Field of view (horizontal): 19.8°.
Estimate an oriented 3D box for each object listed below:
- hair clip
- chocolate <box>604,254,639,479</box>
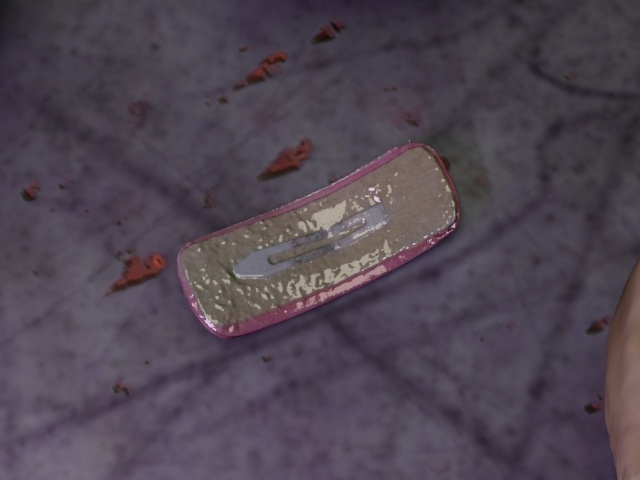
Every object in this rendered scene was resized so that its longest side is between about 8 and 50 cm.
[{"bbox_3d":[0.000,0.000,0.869,0.137,0.022,0.054,-25,73,-4],"label":"hair clip"},{"bbox_3d":[0.242,0.102,0.670,0.297,0.326,0.314,24,87,5],"label":"chocolate"}]
